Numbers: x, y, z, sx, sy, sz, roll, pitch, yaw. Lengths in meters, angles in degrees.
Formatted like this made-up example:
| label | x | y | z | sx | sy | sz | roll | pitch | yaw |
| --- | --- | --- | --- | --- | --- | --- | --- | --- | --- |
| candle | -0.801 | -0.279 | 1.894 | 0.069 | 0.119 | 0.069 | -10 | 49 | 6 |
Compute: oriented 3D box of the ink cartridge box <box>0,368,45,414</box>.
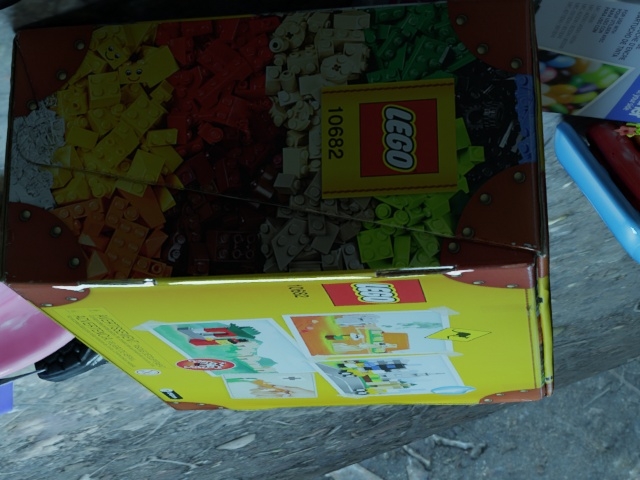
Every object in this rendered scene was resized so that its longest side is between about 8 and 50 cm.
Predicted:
| label | x | y | z | sx | sy | sz | roll | pitch | yaw |
| --- | --- | --- | --- | --- | --- | --- | --- | --- | --- |
| ink cartridge box | -0.424 | 0.185 | 1.647 | 0.208 | 0.045 | 0.206 | -12 | -178 | 29 |

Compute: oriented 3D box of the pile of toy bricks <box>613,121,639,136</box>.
| label | x | y | z | sx | sy | sz | roll | pitch | yaw |
| --- | --- | --- | --- | --- | --- | --- | --- | --- | --- |
| pile of toy bricks | 0.272 | -0.137 | 1.375 | 0.118 | 0.105 | 0.212 | -2 | 160 | 19 |

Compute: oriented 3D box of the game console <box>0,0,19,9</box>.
| label | x | y | z | sx | sy | sz | roll | pitch | yaw |
| --- | --- | --- | --- | --- | --- | --- | --- | --- | --- |
| game console | -0.159 | -0.181 | 0.652 | 0.213 | 0.044 | 0.361 | -11 | 162 | -10 |

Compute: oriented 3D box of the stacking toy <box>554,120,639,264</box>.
| label | x | y | z | sx | sy | sz | roll | pitch | yaw |
| --- | --- | --- | --- | --- | --- | --- | --- | --- | --- |
| stacking toy | 0.409 | -0.117 | 1.623 | 0.302 | 0.166 | 0.175 | -37 | 155 | 9 |

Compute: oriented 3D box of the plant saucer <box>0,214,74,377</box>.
| label | x | y | z | sx | sy | sz | roll | pitch | yaw |
| --- | --- | --- | --- | --- | --- | --- | --- | --- | --- |
| plant saucer | -0.372 | 0.064 | 1.438 | 0.332 | 0.084 | 0.332 | -16 | 161 | -6 |

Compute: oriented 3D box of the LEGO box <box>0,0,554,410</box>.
| label | x | y | z | sx | sy | sz | roll | pitch | yaw |
| --- | --- | --- | --- | --- | --- | --- | --- | --- | --- |
| LEGO box | 0.000 | 0.000 | 1.291 | 0.372 | 0.193 | 0.500 | -3 | 164 | 8 |

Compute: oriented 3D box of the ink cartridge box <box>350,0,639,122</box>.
| label | x | y | z | sx | sy | sz | roll | pitch | yaw |
| --- | --- | --- | --- | --- | --- | --- | --- | --- | --- |
| ink cartridge box | 0.181 | -0.162 | 1.205 | 0.311 | 0.065 | 0.186 | 4 | 158 | -8 |

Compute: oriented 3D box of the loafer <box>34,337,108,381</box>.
| label | x | y | z | sx | sy | sz | roll | pitch | yaw |
| --- | --- | --- | --- | --- | --- | --- | --- | --- | --- |
| loafer | -0.215 | 0.092 | 1.681 | 0.223 | 0.076 | 0.078 | -33 | 150 | 27 |
